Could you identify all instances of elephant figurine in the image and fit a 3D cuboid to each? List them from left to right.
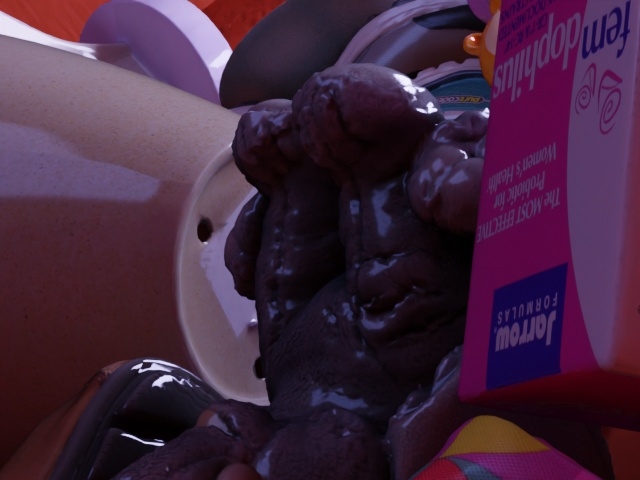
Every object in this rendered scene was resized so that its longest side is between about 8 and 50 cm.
[{"bbox_3d":[0.011,0.078,0.655,0.169,0.186,0.239,90,-166,-63],"label":"elephant figurine"}]

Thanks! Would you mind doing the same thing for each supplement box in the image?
[{"bbox_3d":[0.120,-0.055,0.575,0.111,0.114,0.220,150,128,-70],"label":"supplement box"}]

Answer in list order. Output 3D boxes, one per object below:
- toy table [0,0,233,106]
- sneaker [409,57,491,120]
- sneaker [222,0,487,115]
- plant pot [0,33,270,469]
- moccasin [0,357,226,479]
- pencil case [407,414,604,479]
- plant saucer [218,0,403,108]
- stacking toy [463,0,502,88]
[{"bbox_3d":[-0.182,-0.088,1.568,0.161,0.252,0.274,-26,-4,-26],"label":"toy table"},{"bbox_3d":[0.000,0.000,1.039,0.275,0.107,0.110,-34,23,17],"label":"sneaker"},{"bbox_3d":[0.021,-0.057,1.221,0.271,0.100,0.108,-30,42,16],"label":"sneaker"},{"bbox_3d":[-0.134,0.010,0.942,0.274,0.256,0.256,1,36,37],"label":"plant pot"},{"bbox_3d":[-0.138,0.189,0.654,0.147,0.139,0.380,-38,19,37],"label":"moccasin"},{"bbox_3d":[0.008,0.153,0.511,0.236,0.104,0.104,-42,14,-25],"label":"pencil case"},{"bbox_3d":[0.030,-0.111,1.296,0.195,0.037,0.195,-18,-26,-9],"label":"plant saucer"},{"bbox_3d":[0.125,-0.164,1.061,0.175,0.165,0.302,7,36,11],"label":"stacking toy"}]
